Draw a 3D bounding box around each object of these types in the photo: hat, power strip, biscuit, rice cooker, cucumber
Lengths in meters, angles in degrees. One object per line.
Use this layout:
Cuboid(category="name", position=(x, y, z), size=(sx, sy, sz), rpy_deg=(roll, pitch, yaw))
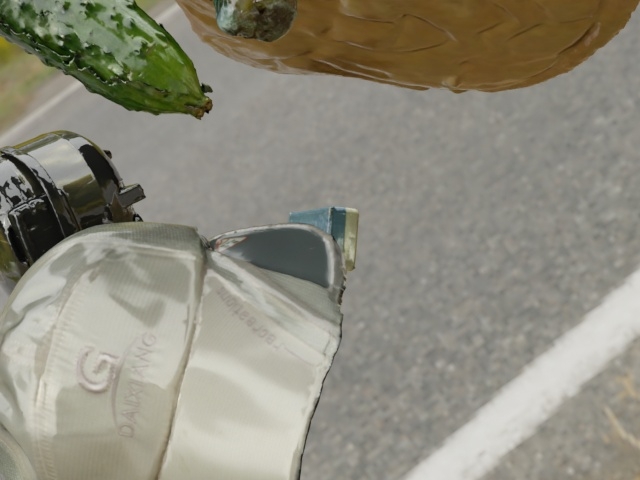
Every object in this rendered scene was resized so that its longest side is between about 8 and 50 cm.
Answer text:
Cuboid(category="hat", position=(-0.095, 0.092, 0.913), size=(0.275, 0.161, 0.232), rpy_deg=(15, 95, 46))
Cuboid(category="power strip", position=(0.000, 0.000, 1.421), size=(0.032, 0.056, 0.123), rpy_deg=(6, -3, -20))
Cuboid(category="biscuit", position=(0.042, -0.201, 1.082), size=(0.365, 0.385, 0.062), rpy_deg=(7, 69, 10))
Cuboid(category="rice cooker", position=(-0.193, -0.017, 1.093), size=(0.106, 0.112, 0.165), rpy_deg=(-27, 16, -29))
Cuboid(category="cucumber", position=(-0.157, -0.137, 0.893), size=(0.069, 0.227, 0.069), rpy_deg=(-55, -6, -9))

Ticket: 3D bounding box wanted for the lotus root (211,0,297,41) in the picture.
Cuboid(category="lotus root", position=(-0.045, -0.179, 0.762), size=(0.088, 0.192, 0.113), rpy_deg=(-5, -30, -19))
